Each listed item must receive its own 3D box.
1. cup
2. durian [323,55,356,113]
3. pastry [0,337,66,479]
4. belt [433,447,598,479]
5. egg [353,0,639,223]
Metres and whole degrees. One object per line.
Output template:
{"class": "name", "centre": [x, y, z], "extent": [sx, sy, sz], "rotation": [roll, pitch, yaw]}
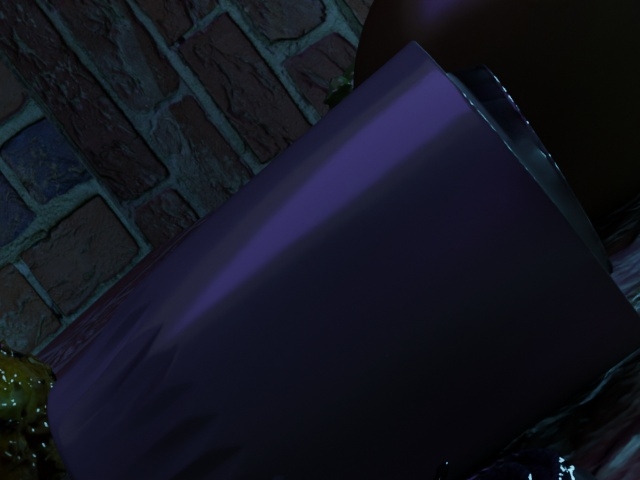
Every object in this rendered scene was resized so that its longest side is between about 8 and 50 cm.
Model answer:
{"class": "cup", "centre": [0.020, 0.066, 0.916], "extent": [0.371, 0.253, 0.253], "rotation": [-40, 8, 6]}
{"class": "durian", "centre": [0.140, -0.112, 1.467], "extent": [0.255, 0.204, 0.340], "rotation": [-10, 53, 6]}
{"class": "pastry", "centre": [-0.495, 0.268, 1.734], "extent": [0.337, 0.292, 0.405], "rotation": [-9, -23, -30]}
{"class": "belt", "centre": [0.061, 0.178, 0.539], "extent": [0.139, 0.126, 0.230], "rotation": [-33, 8, 35]}
{"class": "egg", "centre": [0.200, -0.172, 1.210], "extent": [0.374, 0.301, 0.301], "rotation": [-52, 9, 1]}
